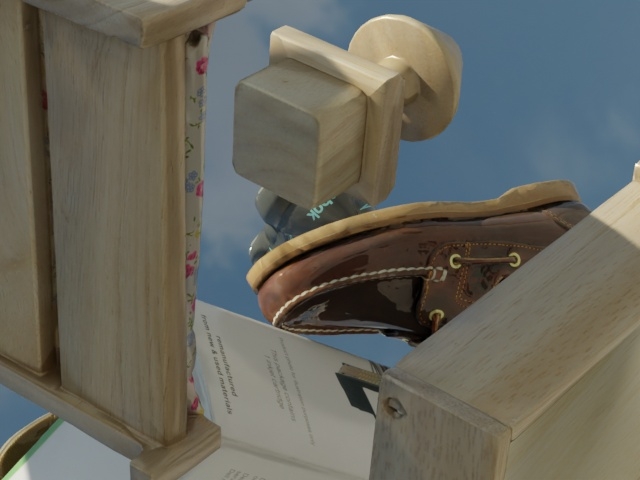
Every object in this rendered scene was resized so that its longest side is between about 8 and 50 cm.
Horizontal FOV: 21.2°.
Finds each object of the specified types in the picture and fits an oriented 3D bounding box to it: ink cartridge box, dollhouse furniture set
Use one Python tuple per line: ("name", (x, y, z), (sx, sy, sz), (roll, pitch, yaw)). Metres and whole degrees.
("ink cartridge box", (-0.020, 0.134, 0.834), (0.219, 0.093, 0.160), (22, -55, -37))
("dollhouse furniture set", (-0.037, 0.012, 0.684), (0.174, 0.355, 0.303), (-32, -42, -43))

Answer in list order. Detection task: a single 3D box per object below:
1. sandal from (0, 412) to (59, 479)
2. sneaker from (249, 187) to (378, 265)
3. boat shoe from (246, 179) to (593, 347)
("sandal", (-0.111, 0.108, 0.966), (0.180, 0.049, 0.072), (-25, -93, -34))
("sneaker", (0.000, 0.000, 1.527), (0.101, 0.106, 0.267), (-48, -8, -9))
("boat shoe", (0.064, 0.020, 0.854), (0.207, 0.073, 0.073), (-11, -110, -30))
